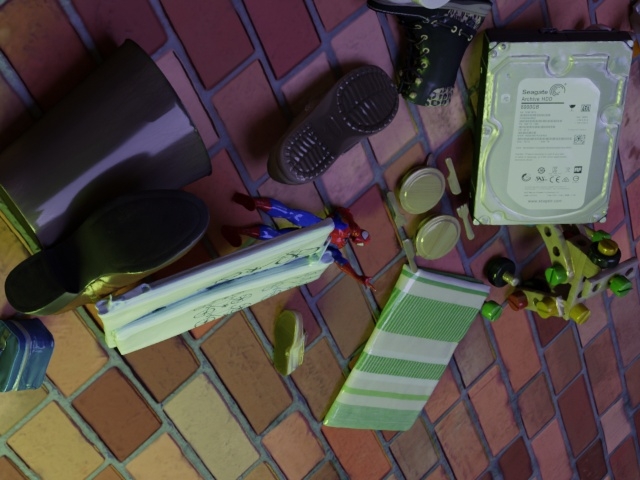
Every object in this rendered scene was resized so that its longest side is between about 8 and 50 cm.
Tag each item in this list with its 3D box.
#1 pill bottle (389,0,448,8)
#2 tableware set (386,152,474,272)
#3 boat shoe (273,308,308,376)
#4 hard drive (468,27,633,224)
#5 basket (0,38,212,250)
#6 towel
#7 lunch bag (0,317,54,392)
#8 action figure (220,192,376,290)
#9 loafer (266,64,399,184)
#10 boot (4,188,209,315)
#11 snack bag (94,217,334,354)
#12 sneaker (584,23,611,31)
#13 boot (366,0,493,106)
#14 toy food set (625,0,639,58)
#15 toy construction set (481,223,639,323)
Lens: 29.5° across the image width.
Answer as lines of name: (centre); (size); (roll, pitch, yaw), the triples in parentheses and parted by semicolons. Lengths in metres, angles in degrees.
pill bottle: (0.095, -0.375, 1.598); (0.112, 0.187, 0.112); (-25, 132, -31)
tableware set: (0.178, -0.051, 2.032); (0.128, 0.039, 0.194); (-30, 130, -10)
boat shoe: (-0.045, 0.158, 1.956); (0.045, 0.050, 0.135); (-25, 143, -35)
hard drive: (0.375, -0.182, 2.005); (0.237, 0.064, 0.338); (0, 121, -4)
basket: (-0.275, -0.100, 1.468); (0.227, 0.154, 0.204); (-36, 127, -15)
towel: (0.157, 0.200, 2.193); (0.248, 0.038, 0.324); (13, 110, -47)
lunch bag: (-0.399, 0.152, 1.586); (0.065, 0.067, 0.098); (2, 117, -45)
action figure: (0.000, 0.000, 1.821); (0.280, 0.139, 0.091); (5, 115, -49)
loafer: (0.011, -0.166, 1.744); (0.268, 0.092, 0.102); (-40, 106, -37)
boot: (-0.219, 0.022, 1.506); (0.264, 0.096, 0.280); (-33, 171, 10)
snack bag: (-0.131, 0.066, 1.599); (0.323, 0.037, 0.342); (-20, 171, -11)
sneaker: (0.415, -0.260, 2.061); (0.111, 0.103, 0.252); (23, 100, -51)
boot: (0.143, -0.287, 1.791); (0.236, 0.085, 0.178); (-5, 123, -43)
toy food set: (0.608, -0.421, 2.135); (0.232, 0.111, 0.104); (-40, 126, -15)
toy construction set: (0.497, 0.069, 2.271); (0.309, 0.237, 0.257); (3, 115, -46)
